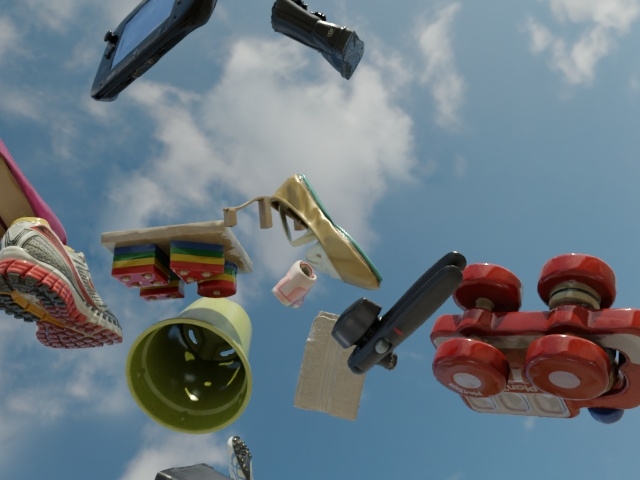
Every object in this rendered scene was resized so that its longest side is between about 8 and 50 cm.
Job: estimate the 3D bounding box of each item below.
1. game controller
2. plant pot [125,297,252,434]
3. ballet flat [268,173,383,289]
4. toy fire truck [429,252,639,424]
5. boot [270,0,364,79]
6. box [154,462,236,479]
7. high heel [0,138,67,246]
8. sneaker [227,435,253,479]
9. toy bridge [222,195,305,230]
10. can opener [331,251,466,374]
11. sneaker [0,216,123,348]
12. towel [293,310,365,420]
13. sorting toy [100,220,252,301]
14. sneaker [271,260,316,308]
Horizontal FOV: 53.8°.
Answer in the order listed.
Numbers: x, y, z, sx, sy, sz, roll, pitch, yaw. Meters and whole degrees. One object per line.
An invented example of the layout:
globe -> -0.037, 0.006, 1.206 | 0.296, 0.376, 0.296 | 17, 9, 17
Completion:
game controller -> -0.249, -0.322, 0.944 | 0.067, 0.319, 0.167 | 37, -129, -30
plant pot -> -0.268, 0.255, 1.455 | 0.275, 0.254, 0.276 | 2, -72, 6
ballet flat -> 0.000, 0.000, 0.850 | 0.073, 0.232, 0.080 | -35, -41, -2
toy fire truck -> 0.312, 0.167, 0.883 | 0.254, 0.302, 0.169 | 54, -136, -34
boot -> -0.007, -0.495, 1.530 | 0.094, 0.207, 0.246 | -60, -9, 5
box -> -0.089, 0.309, 0.569 | 0.093, 0.155, 0.158 | 40, -114, -67
high heel -> -0.559, -0.097, 1.048 | 0.127, 0.181, 0.377 | -39, -44, -2
sneaker -> -0.217, 0.637, 1.685 | 0.086, 0.085, 0.237 | -11, -79, 10
toy bridge -> -0.110, -0.055, 1.243 | 0.188, 0.026, 0.063 | 3, -103, -39
can opener -> 0.079, 0.077, 0.630 | 0.073, 0.186, 0.059 | 34, -138, -12
sneaker -> -0.274, 0.055, 0.690 | 0.088, 0.093, 0.225 | -5, -31, 0
towel -> 0.042, 0.351, 1.783 | 0.049, 0.187, 0.282 | 50, -129, -74
sorting toy -> -0.295, 0.059, 1.345 | 0.255, 0.090, 0.257 | -6, -22, 5
sneaker -> -0.034, 0.071, 1.024 | 0.051, 0.134, 0.070 | 44, -89, 8
